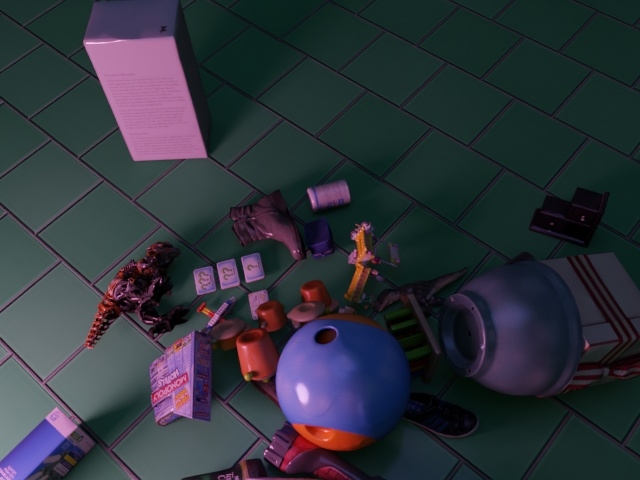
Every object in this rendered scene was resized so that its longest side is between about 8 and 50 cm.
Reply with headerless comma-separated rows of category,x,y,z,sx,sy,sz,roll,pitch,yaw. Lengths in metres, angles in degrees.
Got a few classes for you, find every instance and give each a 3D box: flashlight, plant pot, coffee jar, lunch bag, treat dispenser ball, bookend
flashlight,0.025,0.509,1.492,0.304,0.103,0.103,31,26,17
plant pot,0.374,0.191,1.481,0.196,0.293,0.293,-2,54,-23
coffee jar,-0.203,0.534,1.496,0.184,0.079,0.096,-15,58,-7
lunch bag,0.000,0.000,1.838,0.067,0.065,0.098,-16,50,10
treat dispenser ball,0.049,0.298,1.489,0.288,0.288,0.288,-2,57,2
bookend,0.636,-0.074,1.794,0.156,0.157,0.072,19,60,14

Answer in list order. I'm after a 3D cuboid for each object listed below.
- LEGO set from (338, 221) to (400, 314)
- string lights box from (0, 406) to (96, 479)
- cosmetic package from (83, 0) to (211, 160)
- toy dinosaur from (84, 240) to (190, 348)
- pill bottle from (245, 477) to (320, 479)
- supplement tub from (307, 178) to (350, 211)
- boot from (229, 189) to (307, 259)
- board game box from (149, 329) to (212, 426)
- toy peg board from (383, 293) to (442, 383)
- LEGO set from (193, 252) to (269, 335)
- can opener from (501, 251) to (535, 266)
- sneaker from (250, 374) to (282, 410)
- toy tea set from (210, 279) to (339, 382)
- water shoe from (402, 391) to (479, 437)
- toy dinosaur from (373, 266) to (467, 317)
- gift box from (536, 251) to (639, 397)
LEGO set,0.128,0.083,1.755,0.107,0.132,0.287,19,59,-17
string lights box,-0.626,0.499,1.512,0.077,0.133,0.259,34,65,21
cosmetic package,-0.452,-0.423,1.909,0.230,0.453,0.161,-2,57,1
toy dinosaur,-0.456,0.142,1.755,0.218,0.164,0.322,20,78,32
pill bottle,-0.076,0.613,1.363,0.161,0.161,0.283,0,72,4
supplement tub,0.023,-0.122,1.914,0.107,0.071,0.071,-14,57,-5
boot,-0.142,-0.017,1.862,0.161,0.083,0.246,-24,53,-4
board game box,-0.318,0.336,1.585,0.194,0.060,0.194,-34,52,24
toy peg board,0.198,0.236,1.612,0.079,0.160,0.161,-14,57,-13
LEGO set,-0.223,0.147,1.762,0.182,0.060,0.244,-14,59,-2
can opener,0.430,0.131,1.722,0.280,0.074,0.093,-35,47,-20
sneaker,-0.081,0.349,1.617,0.188,0.066,0.071,37,65,23
toy tea set,-0.085,0.221,1.660,0.336,0.124,0.200,-25,23,-23
water shoe,0.255,0.387,1.563,0.203,0.080,0.073,10,59,10
toy dinosaur,0.269,0.140,1.738,0.268,0.064,0.118,-16,51,-11
gift box,0.582,0.208,1.568,0.255,0.276,0.258,-8,52,-18
